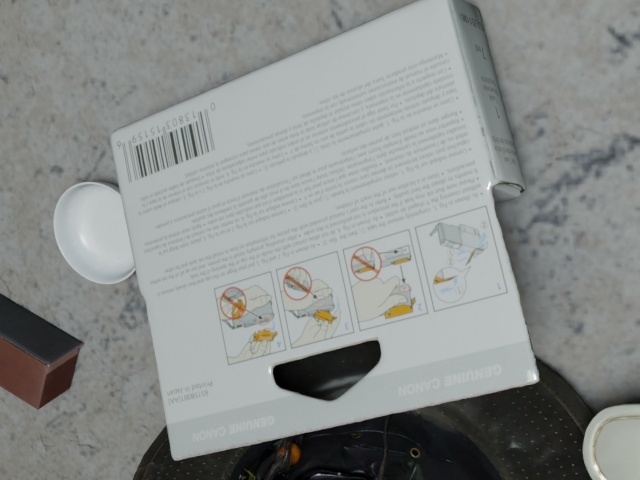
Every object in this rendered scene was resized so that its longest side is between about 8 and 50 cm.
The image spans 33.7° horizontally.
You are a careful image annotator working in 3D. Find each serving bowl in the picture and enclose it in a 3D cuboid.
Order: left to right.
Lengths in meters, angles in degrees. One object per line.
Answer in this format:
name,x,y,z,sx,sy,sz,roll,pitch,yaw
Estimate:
serving bowl,-0.167,-0.009,0.828,0.083,0.027,0.083,8,110,24

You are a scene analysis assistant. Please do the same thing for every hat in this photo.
hat,0.037,0.213,0.723,0.331,0.331,0.134,17,152,20

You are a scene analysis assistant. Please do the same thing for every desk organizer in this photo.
desk organizer,-0.272,0.085,0.899,0.130,0.047,0.050,28,119,15

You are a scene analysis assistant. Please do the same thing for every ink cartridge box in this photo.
ink cartridge box,0.000,0.000,0.692,0.275,0.060,0.238,-18,80,29

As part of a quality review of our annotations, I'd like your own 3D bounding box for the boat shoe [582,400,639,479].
boat shoe,0.288,0.147,0.632,0.255,0.079,0.095,11,109,20
